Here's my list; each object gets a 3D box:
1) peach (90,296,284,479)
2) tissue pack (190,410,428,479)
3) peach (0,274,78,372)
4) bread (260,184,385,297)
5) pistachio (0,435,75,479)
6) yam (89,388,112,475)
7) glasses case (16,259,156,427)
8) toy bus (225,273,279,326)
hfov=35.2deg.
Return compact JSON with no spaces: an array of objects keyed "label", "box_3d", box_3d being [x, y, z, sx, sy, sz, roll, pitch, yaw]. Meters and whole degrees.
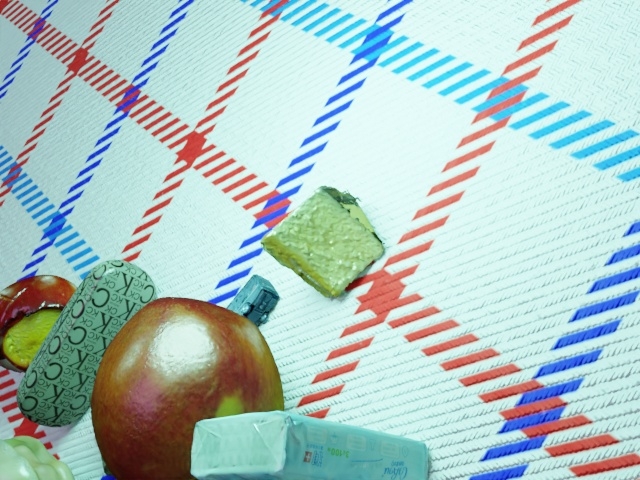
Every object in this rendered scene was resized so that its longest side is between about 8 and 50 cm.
[{"label":"peach","box_3d":[-0.197,0.230,1.505,0.308,0.308,0.332,-41,41,24]},{"label":"tissue pack","box_3d":[-0.010,0.283,1.294,0.177,0.263,0.089,-14,63,43]},{"label":"peach","box_3d":[-0.555,0.167,1.993,0.226,0.196,0.190,-1,104,44]},{"label":"bread","box_3d":[0.000,0.000,1.530,0.147,0.152,0.127,-45,52,17]},{"label":"pistachio","box_3d":[-0.559,0.554,1.712,0.365,0.281,0.446,0,74,39]},{"label":"yam","box_3d":[-0.365,0.337,1.791,0.068,0.068,0.169,-43,46,21]},{"label":"glasses case","box_3d":[-0.439,0.195,1.888,0.355,0.137,0.085,-57,40,7]},{"label":"toy bus","box_3d":[-0.137,0.134,1.674,0.166,0.047,0.065,-50,37,13]}]
